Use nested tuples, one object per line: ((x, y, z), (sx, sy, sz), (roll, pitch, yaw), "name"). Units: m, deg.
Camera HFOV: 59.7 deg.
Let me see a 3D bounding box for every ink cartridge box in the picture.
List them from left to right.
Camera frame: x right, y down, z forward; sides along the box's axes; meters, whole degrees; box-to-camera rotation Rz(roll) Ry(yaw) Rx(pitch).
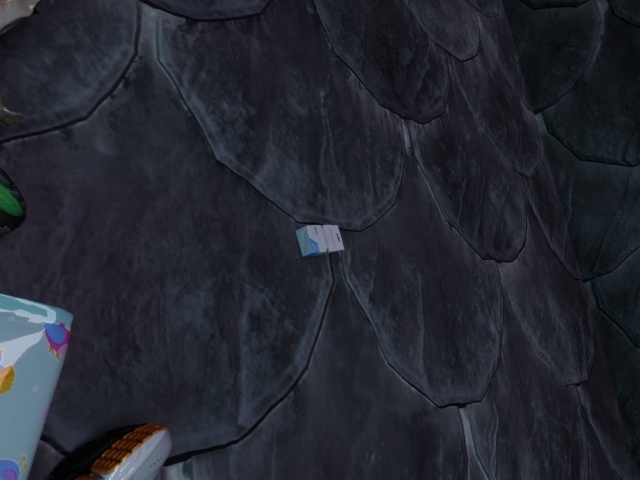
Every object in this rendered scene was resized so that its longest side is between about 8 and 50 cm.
((0.000, 0.000, 0.950), (0.083, 0.028, 0.048), (-3, 75, -49), "ink cartridge box")

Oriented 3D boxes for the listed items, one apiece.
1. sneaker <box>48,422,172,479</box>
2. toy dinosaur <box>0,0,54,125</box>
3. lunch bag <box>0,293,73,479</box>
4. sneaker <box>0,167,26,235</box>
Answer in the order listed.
((-0.226, 0.290, 0.514), (0.262, 0.099, 0.121), (-46, 115, -41), "sneaker")
((-0.397, -0.242, 0.551), (0.295, 0.127, 0.200), (1, 64, -36), "toy dinosaur")
((-0.346, 0.125, 0.391), (0.262, 0.160, 0.224), (26, 62, -34), "lunch bag")
((-0.420, -0.062, 0.453), (0.343, 0.134, 0.146), (22, 92, -49), "sneaker")
